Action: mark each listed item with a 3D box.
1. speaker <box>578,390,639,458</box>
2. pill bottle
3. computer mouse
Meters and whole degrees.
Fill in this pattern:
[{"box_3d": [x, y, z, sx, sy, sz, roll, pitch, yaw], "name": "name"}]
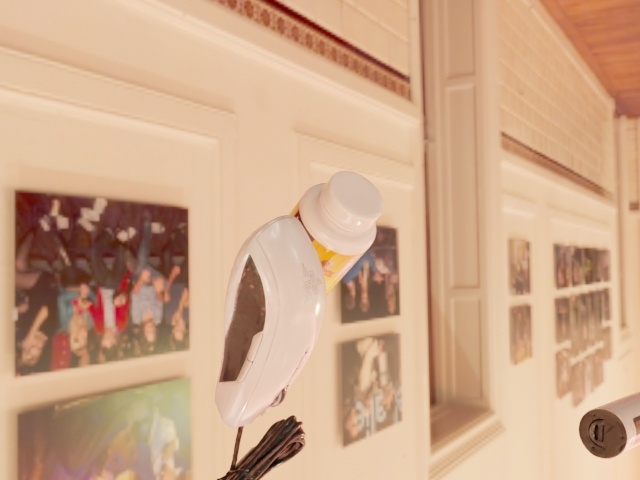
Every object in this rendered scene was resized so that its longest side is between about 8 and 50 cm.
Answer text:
[{"box_3d": [0.343, 0.205, 0.870, 0.055, 0.055, 0.136, -3, 177, 42], "name": "speaker"}, {"box_3d": [0.000, 0.000, 1.097, 0.117, 0.117, 0.215, 1, 144, -34], "name": "pill bottle"}, {"box_3d": [-0.030, 0.080, 0.462, 0.042, 0.193, 0.106, 23, -154, 28], "name": "computer mouse"}]
